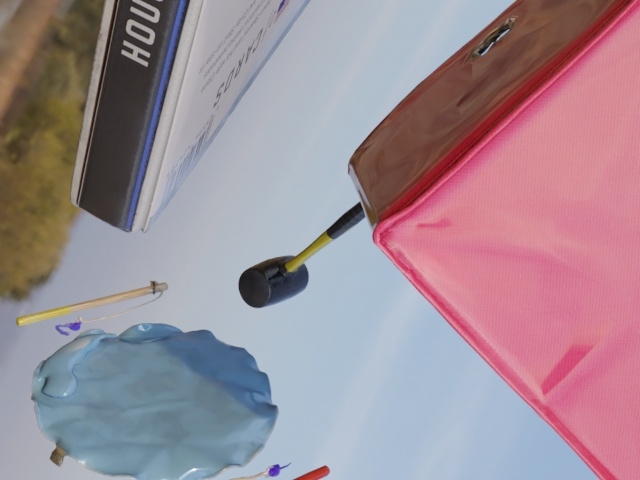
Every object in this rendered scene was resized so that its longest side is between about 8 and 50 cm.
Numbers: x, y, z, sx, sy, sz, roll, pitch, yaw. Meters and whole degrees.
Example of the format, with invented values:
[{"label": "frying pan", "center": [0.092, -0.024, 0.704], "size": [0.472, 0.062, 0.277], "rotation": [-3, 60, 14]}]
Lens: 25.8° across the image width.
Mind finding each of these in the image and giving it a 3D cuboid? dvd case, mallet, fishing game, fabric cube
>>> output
[{"label": "dvd case", "center": [-0.003, -0.137, 0.394], "size": [0.179, 0.030, 0.238], "rotation": [-60, 175, -45]}, {"label": "mallet", "center": [0.000, 0.000, 1.153], "size": [0.062, 0.039, 0.190], "rotation": [-22, 167, -45]}, {"label": "fishing game", "center": [-0.126, 0.128, 1.060], "size": [0.189, 0.264, 0.041], "rotation": [-18, 133, -35]}, {"label": "fabric cube", "center": [0.190, -0.019, 0.806], "size": [0.254, 0.259, 0.258], "rotation": [-42, -172, 6]}]
